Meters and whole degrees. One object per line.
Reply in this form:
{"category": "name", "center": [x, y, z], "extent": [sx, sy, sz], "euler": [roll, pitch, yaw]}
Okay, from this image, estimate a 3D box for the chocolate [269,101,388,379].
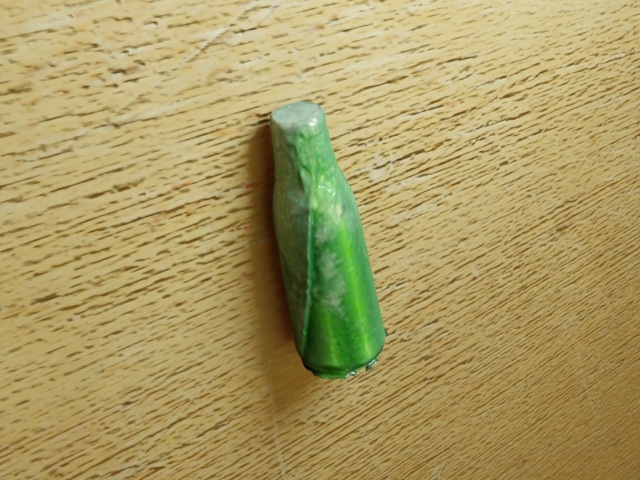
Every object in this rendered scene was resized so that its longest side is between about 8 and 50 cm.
{"category": "chocolate", "center": [0.000, 0.000, 0.889], "extent": [0.110, 0.110, 0.291], "euler": [-29, 123, -28]}
